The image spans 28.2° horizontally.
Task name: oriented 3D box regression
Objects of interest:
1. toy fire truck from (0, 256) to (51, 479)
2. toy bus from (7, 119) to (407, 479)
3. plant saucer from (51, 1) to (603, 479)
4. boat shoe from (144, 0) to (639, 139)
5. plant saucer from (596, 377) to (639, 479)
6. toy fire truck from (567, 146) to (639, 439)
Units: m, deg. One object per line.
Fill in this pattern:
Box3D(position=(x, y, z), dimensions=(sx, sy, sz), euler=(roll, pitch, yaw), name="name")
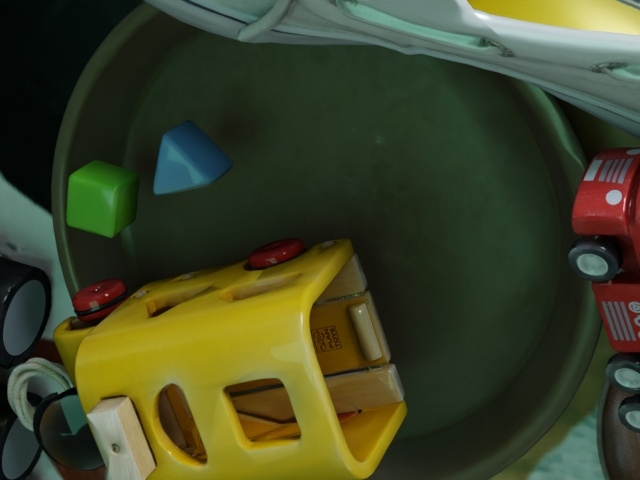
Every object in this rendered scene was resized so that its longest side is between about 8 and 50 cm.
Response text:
Box3D(position=(-0.269, 0.119, 0.644), dimensions=(0.158, 0.246, 0.217), euler=(14, 115, 15), name="toy fire truck")
Box3D(position=(-0.065, 0.070, 0.581), dimensions=(0.191, 0.104, 0.202), euler=(30, 116, 7), name="toy bus")
Box3D(position=(0.000, 0.000, 0.612), dimensions=(0.277, 0.041, 0.278), euler=(8, 112, 19), name="plant saucer")
Box3D(position=(0.046, -0.124, 0.456), dimensions=(0.367, 0.156, 0.136), euler=(23, 82, 10), name="boat shoe")
Box3D(position=(0.211, 0.088, 0.571), dimensions=(0.168, 0.029, 0.169), euler=(8, 113, 19), name="plant saucer")
Box3D(position=(0.183, 0.046, 0.496), dimensions=(0.135, 0.047, 0.192), euler=(1, 131, 33), name="toy fire truck")
